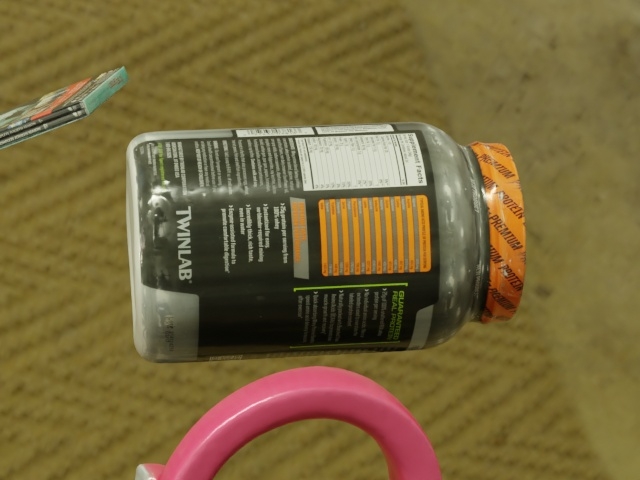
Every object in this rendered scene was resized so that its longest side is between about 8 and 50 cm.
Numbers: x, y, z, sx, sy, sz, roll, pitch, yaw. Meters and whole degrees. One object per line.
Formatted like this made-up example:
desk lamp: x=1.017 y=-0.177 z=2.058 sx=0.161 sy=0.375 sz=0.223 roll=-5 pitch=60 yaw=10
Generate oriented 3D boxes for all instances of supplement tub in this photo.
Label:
supplement tub: x=0.000 y=0.000 z=0.890 sx=0.190 sy=0.117 sz=0.117 roll=-2 pitch=55 yaw=-8

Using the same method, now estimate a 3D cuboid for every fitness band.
fitness band: x=-0.022 y=0.222 z=1.173 sx=0.209 sy=0.291 sz=0.054 roll=0 pitch=19 yaw=-19

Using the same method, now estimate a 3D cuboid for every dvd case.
dvd case: x=-0.187 y=-0.076 z=1.132 sx=0.087 sy=0.119 sz=0.013 roll=-62 pitch=132 yaw=-68
